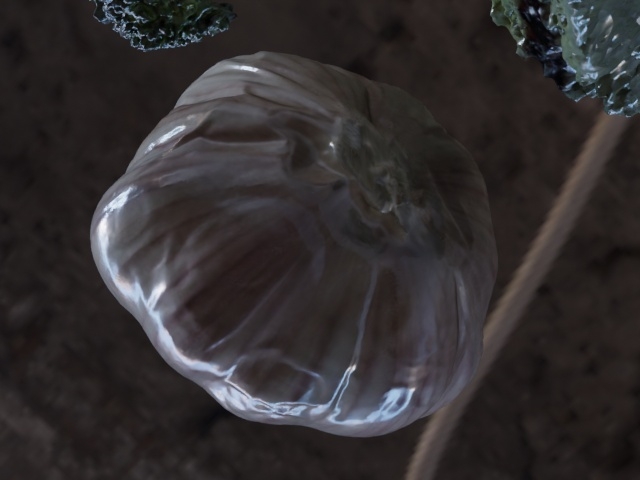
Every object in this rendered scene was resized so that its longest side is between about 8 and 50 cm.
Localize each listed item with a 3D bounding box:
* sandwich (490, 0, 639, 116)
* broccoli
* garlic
[{"bbox_3d":[0.230,-0.229,1.328,0.131,0.262,0.325,44,172,28],"label":"sandwich"},{"bbox_3d":[-0.145,-0.335,2.135,0.177,0.275,0.198,33,178,-34],"label":"broccoli"},{"bbox_3d":[0.000,0.000,1.492,0.317,0.259,0.317,8,-116,-16],"label":"garlic"}]
